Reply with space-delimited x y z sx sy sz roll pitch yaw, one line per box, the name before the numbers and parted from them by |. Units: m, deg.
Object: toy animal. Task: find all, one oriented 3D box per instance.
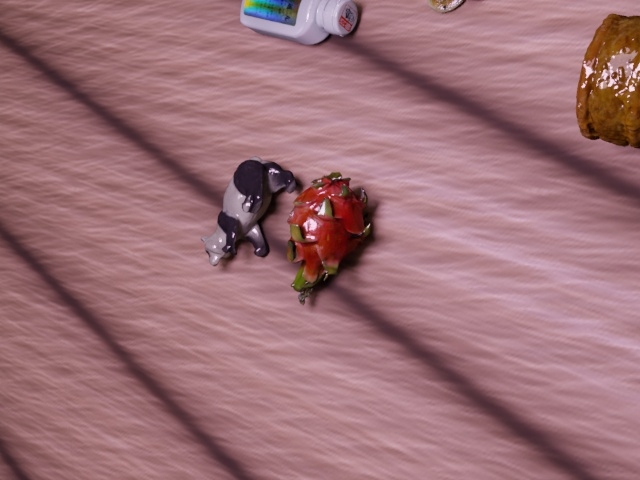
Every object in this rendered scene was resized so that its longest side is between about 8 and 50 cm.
toy animal | -0.141 -0.049 1.625 0.121 0.093 0.225 44 116 43

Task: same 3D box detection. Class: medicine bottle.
medicine bottle | -0.038 -0.426 1.631 0.228 0.083 0.121 22 91 37

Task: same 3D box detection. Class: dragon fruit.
dragon fruit | 0.002 0.001 1.489 0.135 0.137 0.236 22 96 -1

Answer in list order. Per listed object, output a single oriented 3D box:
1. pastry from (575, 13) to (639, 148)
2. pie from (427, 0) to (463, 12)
pastry | 0.422 -0.216 1.208 0.103 0.188 0.189 19 92 32
pie | 0.214 -0.422 1.493 0.084 0.021 0.084 -8 76 34
